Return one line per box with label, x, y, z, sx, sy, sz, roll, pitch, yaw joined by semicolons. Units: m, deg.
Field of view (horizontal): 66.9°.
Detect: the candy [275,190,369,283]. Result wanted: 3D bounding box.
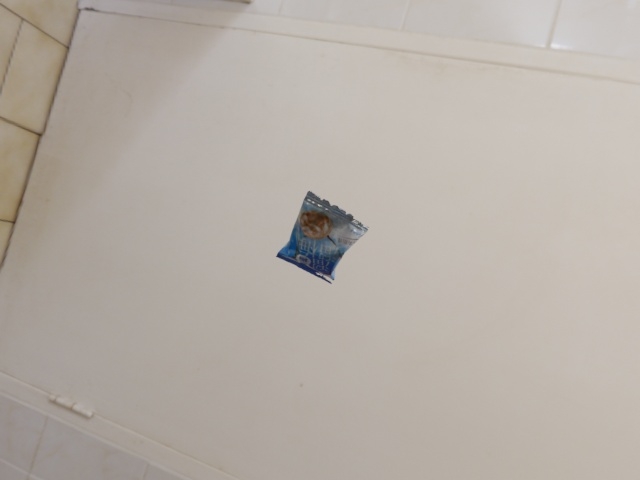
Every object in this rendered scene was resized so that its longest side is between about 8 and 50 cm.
candy;0.001;0.001;0.625;0.136;0.088;0.038;-59;-177;45
